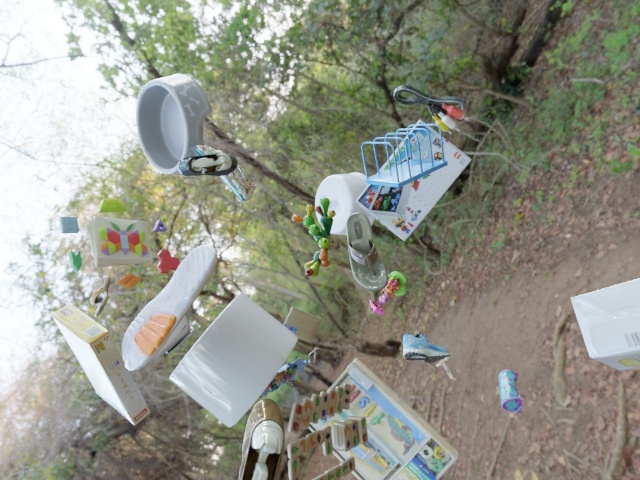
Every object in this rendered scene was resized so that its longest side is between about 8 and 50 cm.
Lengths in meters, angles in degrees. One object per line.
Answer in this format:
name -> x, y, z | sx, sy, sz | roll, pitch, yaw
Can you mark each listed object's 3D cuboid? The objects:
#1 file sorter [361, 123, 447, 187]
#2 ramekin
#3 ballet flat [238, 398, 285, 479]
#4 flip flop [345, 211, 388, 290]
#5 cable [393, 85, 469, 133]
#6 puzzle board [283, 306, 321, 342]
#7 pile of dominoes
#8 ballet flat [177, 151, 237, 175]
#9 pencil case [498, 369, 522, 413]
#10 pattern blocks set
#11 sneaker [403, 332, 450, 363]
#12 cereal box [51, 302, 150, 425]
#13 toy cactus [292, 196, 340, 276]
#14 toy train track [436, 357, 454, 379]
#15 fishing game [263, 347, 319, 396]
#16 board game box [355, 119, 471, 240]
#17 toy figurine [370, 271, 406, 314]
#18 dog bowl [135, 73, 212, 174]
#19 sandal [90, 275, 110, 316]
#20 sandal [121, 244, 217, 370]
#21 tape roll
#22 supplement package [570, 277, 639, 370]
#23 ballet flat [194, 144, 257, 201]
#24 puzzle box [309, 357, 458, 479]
file sorter -> 0.197, -0.206, 1.067 | 0.170, 0.118, 0.105 | -26, -66, -29
ramekin -> 0.099, -0.152, 1.899 | 0.135, 0.277, 0.277 | -4, -55, -37
ballet flat -> -0.152, 0.572, 1.128 | 0.124, 0.116, 0.343 | 126, 162, -57
flip flop -> 0.145, 0.033, 1.469 | 0.080, 0.112, 0.277 | 58, -160, -74
cable -> 0.404, -0.481, 1.596 | 0.139, 0.287, 0.072 | -40, 36, 56
puzzle board -> -0.069, 0.299, 1.582 | 0.097, 0.128, 0.011 | -63, 26, 0
pile of dominoes -> 0.022, 0.428, 0.965 | 0.251, 0.040, 0.196 | 8, -106, -55
ballet flat -> -0.320, -0.227, 1.324 | 0.203, 0.074, 0.074 | -15, -45, -42
pencil case -> 0.644, 0.509, 1.516 | 0.070, 0.065, 0.152 | -29, 14, 25
pattern blocks set -> -0.596, 0.005, 1.345 | 0.026, 0.286, 0.324 | -28, -6, 37
sneaker -> 0.275, 0.271, 1.153 | 0.063, 0.162, 0.073 | -37, 47, 38
cereal box -> -0.457, 0.260, 0.933 | 0.047, 0.172, 0.240 | -37, -50, -39
toy cactus -> 0.000, 0.000, 1.213 | 0.180, 0.112, 0.219 | 34, -128, -64
toy train track -> 0.391, 0.393, 1.386 | 0.048, 0.014, 0.083 | -45, 48, 22
fishing game -> -0.112, 0.418, 1.335 | 0.264, 0.041, 0.189 | -29, -26, -20
board game box -> 0.271, -0.176, 1.329 | 0.305, 0.193, 0.053 | -51, -2, 8
toy figurine -> 0.272, 0.230, 1.839 | 0.159, 0.130, 0.173 | -53, -4, -33
dog bowl -> -0.506, -0.386, 1.525 | 0.102, 0.348, 0.349 | -21, -42, -47
sandal -> -0.748, 0.186, 1.507 | 0.072, 0.049, 0.180 | -52, 35, 26
sandal -> -0.251, 0.130, 0.798 | 0.265, 0.102, 0.076 | -50, -44, 4
tape roll -> -0.189, 0.260, 0.994 | 0.246, 0.169, 0.246 | -50, 0, 0
supplement package -> 0.721, 0.191, 1.006 | 0.194, 0.203, 0.149 | -28, 52, 39
ballet flat -> -0.304, -0.233, 1.465 | 0.077, 0.241, 0.091 | -45, 19, -13
puzzle box -> 0.171, 0.600, 1.369 | 0.272, 0.409, 0.052 | -52, -14, 10
